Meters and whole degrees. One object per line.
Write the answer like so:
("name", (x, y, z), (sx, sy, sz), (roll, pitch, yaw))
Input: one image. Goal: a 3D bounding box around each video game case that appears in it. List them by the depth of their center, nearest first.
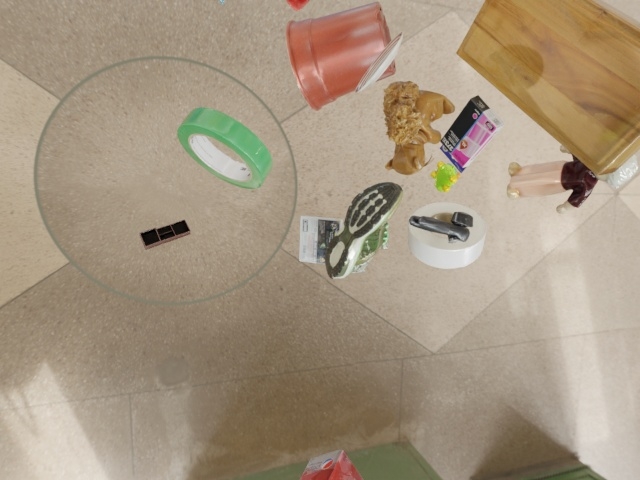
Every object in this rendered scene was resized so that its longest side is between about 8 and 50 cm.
("video game case", (0.000, 0.000, 1.635), (0.174, 0.022, 0.190), (6, 102, 19))

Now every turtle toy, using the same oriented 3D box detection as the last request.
("turtle toy", (0.443, -0.220, 1.442), (0.066, 0.130, 0.095), (-20, 65, -27))

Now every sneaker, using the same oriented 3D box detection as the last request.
("sneaker", (0.173, -0.029, 1.404), (0.182, 0.158, 0.410), (7, 131, -35))

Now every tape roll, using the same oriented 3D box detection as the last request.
("tape roll", (-0.317, -0.299, 1.363), (0.321, 0.321, 0.077), (35, 68, -20))
("tape roll", (0.479, -0.025, 1.562), (0.287, 0.286, 0.100), (-24, 135, -15))

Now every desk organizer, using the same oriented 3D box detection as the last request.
("desk organizer", (-0.434, -0.020, 1.140), (0.130, 0.050, 0.047), (-22, 90, -22))

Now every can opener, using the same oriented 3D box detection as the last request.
("can opener", (0.271, -0.032, 0.917), (0.186, 0.059, 0.073), (6, 83, -31))

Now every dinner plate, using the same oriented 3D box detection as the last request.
("dinner plate", (0.119, -0.349, 0.811), (0.017, 0.141, 0.141), (36, 85, -16))

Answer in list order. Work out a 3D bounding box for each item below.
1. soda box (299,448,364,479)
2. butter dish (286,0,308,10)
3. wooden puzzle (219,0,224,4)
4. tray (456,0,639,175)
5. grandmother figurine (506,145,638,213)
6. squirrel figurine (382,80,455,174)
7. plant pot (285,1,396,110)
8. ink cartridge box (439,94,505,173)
("soda box", (0.065, 0.519, 0.735), (0.084, 0.092, 0.263), (-32, 94, 31))
("butter dish", (-0.031, -0.636, 0.919), (0.160, 0.118, 0.160), (-46, 130, 1))
("wooden puzzle", (-0.196, -0.523, 0.820), (0.050, 0.006, 0.083), (10, 113, 18))
("tray", (0.453, -0.337, 0.764), (0.076, 0.410, 0.202), (-13, 147, -31))
("grandmother figurine", (0.700, -0.180, 1.154), (0.104, 0.342, 0.207), (-1, 89, -27))
("squirrel figurine", (0.391, -0.499, 1.854), (0.397, 0.281, 0.369), (18, 87, -52))
("plant pot", (0.074, -0.561, 1.223), (0.265, 0.272, 0.272), (-11, 103, 20))
("ink cartridge box", (0.666, -0.467, 1.867), (0.069, 0.371, 0.175), (-29, 74, -21))
